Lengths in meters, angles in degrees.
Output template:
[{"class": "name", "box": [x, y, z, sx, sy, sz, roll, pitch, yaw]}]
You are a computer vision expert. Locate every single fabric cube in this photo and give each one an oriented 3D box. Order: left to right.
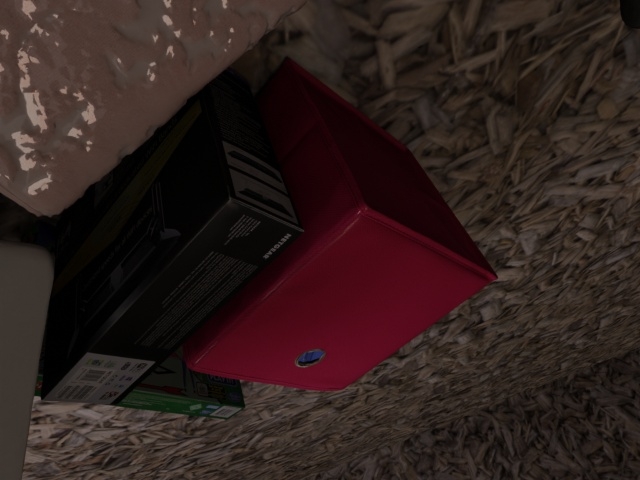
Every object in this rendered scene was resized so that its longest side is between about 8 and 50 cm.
[{"class": "fabric cube", "box": [0.000, 0.000, 0.560, 0.254, 0.259, 0.258, 24, 123, -42]}]

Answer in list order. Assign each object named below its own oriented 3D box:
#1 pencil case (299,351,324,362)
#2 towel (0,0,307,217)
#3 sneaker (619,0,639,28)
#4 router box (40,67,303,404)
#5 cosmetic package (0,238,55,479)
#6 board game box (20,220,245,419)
[{"class": "pencil case", "box": [0.003, 0.172, 0.875, 0.119, 0.133, 0.306, 19, 135, 3]}, {"class": "towel", "box": [-0.146, -0.208, 0.264, 0.332, 0.053, 0.317, -45, 148, -10]}, {"class": "sneaker", "box": [0.305, -0.323, 0.474, 0.132, 0.086, 0.228, -19, 132, 4]}, {"class": "router box", "box": [-0.176, -0.013, 0.473, 0.309, 0.242, 0.081, -41, 138, 24]}, {"class": "cosmetic package", "box": [-0.455, 0.158, 0.299, 0.394, 0.329, 0.327, 13, 160, -42]}, {"class": "board game box", "box": [-0.248, 0.123, 0.625, 0.046, 0.213, 0.317, -36, 141, 18]}]
